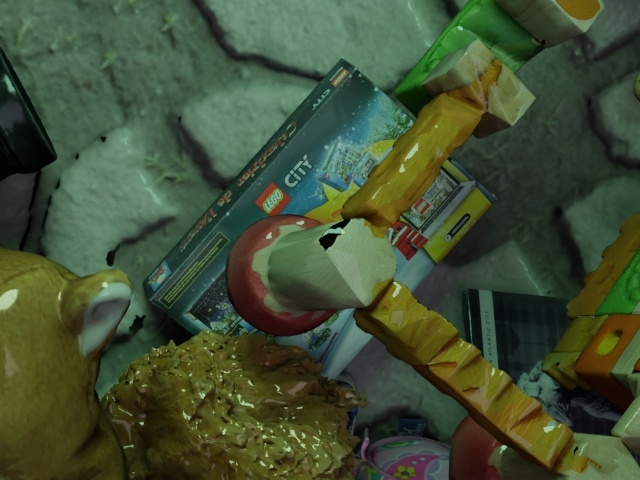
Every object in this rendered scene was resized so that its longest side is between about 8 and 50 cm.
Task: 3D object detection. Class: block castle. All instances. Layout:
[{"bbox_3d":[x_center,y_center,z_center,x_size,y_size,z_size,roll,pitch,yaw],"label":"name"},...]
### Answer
[{"bbox_3d":[0.180,-0.050,1.004,0.303,0.213,0.453,41,75,-11],"label":"block castle"}]

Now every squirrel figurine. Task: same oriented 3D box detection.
[{"bbox_3d":[-0.167,0.175,0.998,0.397,0.281,0.370,-13,102,-39],"label":"squirrel figurine"}]

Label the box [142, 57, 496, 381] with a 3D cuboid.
[{"bbox_3d":[0.000,0.000,1.093,0.159,0.044,0.233,41,93,-21],"label":"box"}]

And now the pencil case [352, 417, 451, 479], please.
[{"bbox_3d":[0.055,0.296,1.156,0.124,0.124,0.284,9,103,-16],"label":"pencil case"}]

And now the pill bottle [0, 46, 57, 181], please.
[{"bbox_3d":[-0.298,-0.047,0.963,0.219,0.123,0.123,-28,111,-5],"label":"pill bottle"}]

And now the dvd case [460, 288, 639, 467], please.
[{"bbox_3d":[0.219,0.127,1.144,0.221,0.018,0.164,6,67,-21],"label":"dvd case"}]

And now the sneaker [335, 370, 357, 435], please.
[{"bbox_3d":[-0.005,0.172,1.136,0.052,0.058,0.135,14,103,-18],"label":"sneaker"}]
